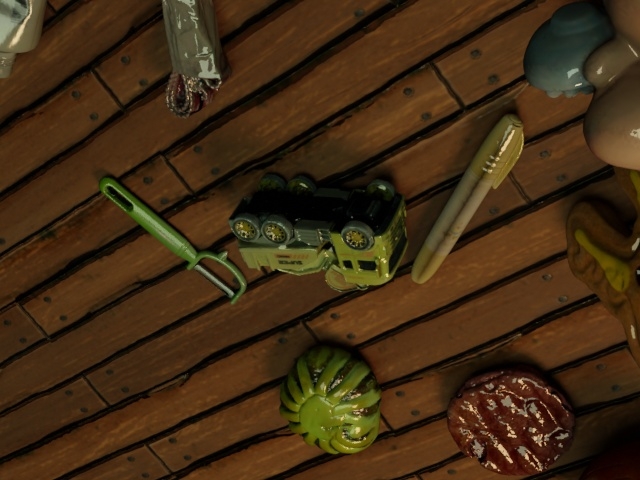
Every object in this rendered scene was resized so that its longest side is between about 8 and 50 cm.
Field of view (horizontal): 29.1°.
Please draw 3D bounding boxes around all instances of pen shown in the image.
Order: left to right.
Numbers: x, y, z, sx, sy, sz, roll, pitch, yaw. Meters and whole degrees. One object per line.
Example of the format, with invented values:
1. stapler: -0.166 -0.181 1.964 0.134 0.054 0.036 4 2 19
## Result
1. pen: 0.152 -0.038 1.273 0.040 0.032 0.233 14 131 -16

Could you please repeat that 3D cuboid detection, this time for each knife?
1. knife: -0.168 -0.007 1.426 0.212 0.015 0.054 40 126 -6

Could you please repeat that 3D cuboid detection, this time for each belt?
1. belt: -0.131 -0.233 1.242 0.071 0.053 0.232 7 123 16

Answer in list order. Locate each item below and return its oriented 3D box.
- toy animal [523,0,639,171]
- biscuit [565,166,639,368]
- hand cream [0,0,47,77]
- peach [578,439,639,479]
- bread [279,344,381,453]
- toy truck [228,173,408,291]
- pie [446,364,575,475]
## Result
1. toy animal: 0.315 -0.164 1.031 0.229 0.210 0.221 38 122 3
2. biscuit: 0.340 0.047 1.141 0.295 0.044 0.186 55 136 31
3. hand cream: -0.311 -0.324 1.257 0.124 0.078 0.340 21 119 9
4. peach: 0.350 0.307 1.328 0.197 0.197 0.197 10 124 15
5. bread: 0.013 0.192 1.453 0.130 0.071 0.139 28 127 8
6. toy truck: 0.000 0.000 1.323 0.191 0.085 0.116 4 132 23
7. pie: 0.218 0.205 1.401 0.153 0.038 0.153 8 122 13
